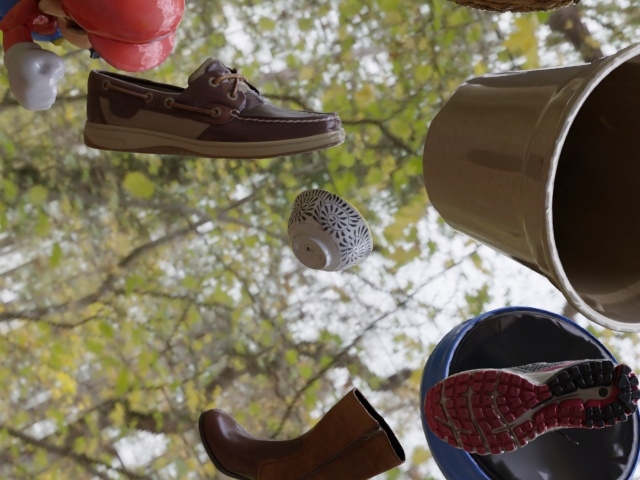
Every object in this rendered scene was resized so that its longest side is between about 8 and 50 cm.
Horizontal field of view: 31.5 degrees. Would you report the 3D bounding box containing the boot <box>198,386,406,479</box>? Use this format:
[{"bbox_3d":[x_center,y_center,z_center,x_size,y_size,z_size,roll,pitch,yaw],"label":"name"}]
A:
[{"bbox_3d":[-0.038,0.328,1.879,0.280,0.096,0.264,-40,-93,30],"label":"boot"}]

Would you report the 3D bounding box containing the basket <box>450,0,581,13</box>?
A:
[{"bbox_3d":[0.263,-0.485,1.683,0.299,0.213,0.223,19,-31,37],"label":"basket"}]

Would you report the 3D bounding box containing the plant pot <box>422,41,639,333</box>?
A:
[{"bbox_3d":[0.297,-0.084,1.389,0.305,0.334,0.333,19,-52,56],"label":"plant pot"}]

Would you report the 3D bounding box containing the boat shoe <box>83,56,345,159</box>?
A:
[{"bbox_3d":[-0.138,-0.172,1.447,0.342,0.123,0.123,4,-79,13],"label":"boat shoe"}]

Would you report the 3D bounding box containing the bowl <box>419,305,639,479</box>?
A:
[{"bbox_3d":[0.357,0.284,1.882,0.391,0.391,0.077,56,-32,16],"label":"bowl"}]

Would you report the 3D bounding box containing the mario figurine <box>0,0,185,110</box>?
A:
[{"bbox_3d":[-0.247,-0.212,1.117,0.320,0.170,0.198,13,-93,43],"label":"mario figurine"}]

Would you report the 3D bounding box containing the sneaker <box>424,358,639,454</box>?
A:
[{"bbox_3d":[0.297,0.234,1.615,0.112,0.299,0.120,34,50,-85],"label":"sneaker"}]

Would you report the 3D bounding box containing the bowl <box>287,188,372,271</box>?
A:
[{"bbox_3d":[0.000,0.000,2.007,0.170,0.080,0.170,24,-40,22],"label":"bowl"}]
